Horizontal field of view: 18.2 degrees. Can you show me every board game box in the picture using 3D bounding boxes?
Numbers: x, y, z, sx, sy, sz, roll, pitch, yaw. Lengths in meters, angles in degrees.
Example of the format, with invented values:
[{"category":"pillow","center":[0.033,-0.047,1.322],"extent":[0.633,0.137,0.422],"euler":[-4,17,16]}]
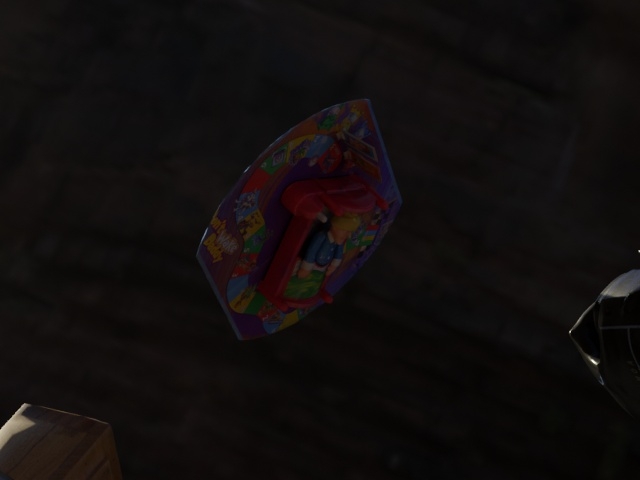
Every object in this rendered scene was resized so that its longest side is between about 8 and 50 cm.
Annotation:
[{"category":"board game box","center":[0.000,0.000,1.148],"extent":[0.033,0.133,0.169],"euler":[41,-15,30]}]

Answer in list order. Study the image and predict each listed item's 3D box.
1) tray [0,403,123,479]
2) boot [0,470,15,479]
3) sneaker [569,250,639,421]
[{"category":"tray","center":[-0.177,0.332,1.295],"extent":[0.076,0.203,0.411],"euler":[11,-52,25]},{"category":"boot","center":[-0.268,0.175,0.970],"extent":[0.112,0.115,0.305],"euler":[18,19,29]},{"category":"sneaker","center":[0.190,0.040,0.999],"extent":[0.090,0.081,0.232],"euler":[39,-23,4]}]
